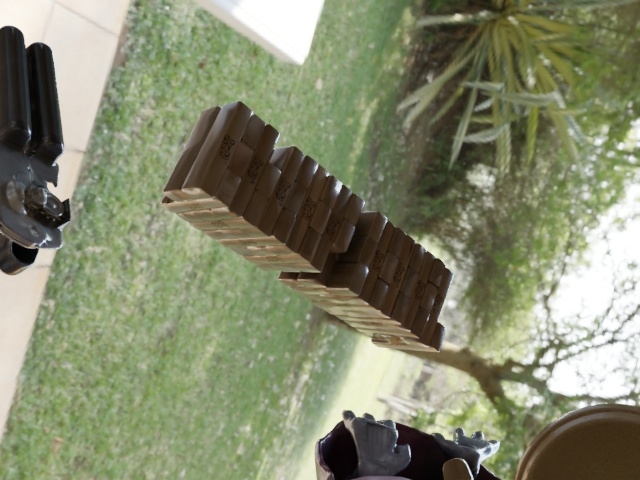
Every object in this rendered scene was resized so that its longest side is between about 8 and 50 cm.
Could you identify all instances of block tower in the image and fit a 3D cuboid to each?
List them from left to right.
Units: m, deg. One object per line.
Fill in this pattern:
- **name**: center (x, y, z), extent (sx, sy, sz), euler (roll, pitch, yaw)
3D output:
- **block tower**: center (0.000, 0.000, 0.772), extent (0.335, 0.091, 0.097), euler (38, 65, -35)

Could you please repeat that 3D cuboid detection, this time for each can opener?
- **can opener**: center (-0.321, -0.097, 0.820), extent (0.076, 0.095, 0.283), euler (26, 37, -47)

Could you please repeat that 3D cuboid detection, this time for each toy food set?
- **toy food set**: center (0.175, 0.162, 0.455), extent (0.038, 0.192, 0.132), euler (29, 46, -65)

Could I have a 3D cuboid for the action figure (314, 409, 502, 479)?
- **action figure**: center (0.049, 0.335, 0.640), extent (0.276, 0.248, 0.370), euler (-137, -113, -85)
